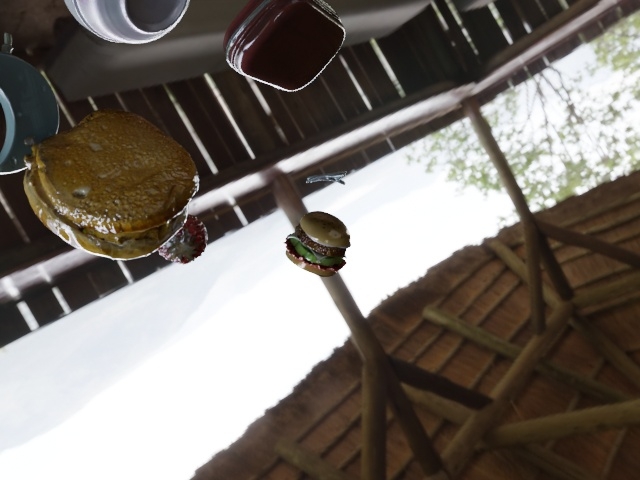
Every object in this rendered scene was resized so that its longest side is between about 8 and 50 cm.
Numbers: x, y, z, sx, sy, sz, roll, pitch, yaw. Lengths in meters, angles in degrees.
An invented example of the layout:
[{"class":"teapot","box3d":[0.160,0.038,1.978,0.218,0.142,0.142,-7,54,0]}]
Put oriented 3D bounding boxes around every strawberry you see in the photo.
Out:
[{"class":"strawberry","box3d":[-0.368,-0.003,1.753,0.145,0.145,0.086,-30,-149,14]}]

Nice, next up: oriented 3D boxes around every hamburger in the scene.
[{"class":"hamburger","box3d":[0.003,0.001,1.689,0.137,0.175,0.175,-63,167,21]},{"class":"hamburger","box3d":[-0.397,-0.110,1.261,0.290,0.314,0.170,-44,168,-46]}]

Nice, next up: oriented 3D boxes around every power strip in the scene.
[{"class":"power strip","box3d":[-0.585,-0.257,1.252,0.168,0.253,0.054,-22,-157,-40]}]

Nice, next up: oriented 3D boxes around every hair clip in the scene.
[{"class":"hair clip","box3d":[0.018,-0.170,1.868,0.115,0.039,0.030,-2,-155,16]}]

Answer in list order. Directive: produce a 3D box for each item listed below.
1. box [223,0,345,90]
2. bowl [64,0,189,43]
[{"class":"box","box3d":[-0.084,-0.505,1.671,0.263,0.108,0.404,-45,167,17]},{"class":"bowl","box3d":[-0.389,-0.546,1.423,0.287,0.144,0.287,-34,147,-26]}]
